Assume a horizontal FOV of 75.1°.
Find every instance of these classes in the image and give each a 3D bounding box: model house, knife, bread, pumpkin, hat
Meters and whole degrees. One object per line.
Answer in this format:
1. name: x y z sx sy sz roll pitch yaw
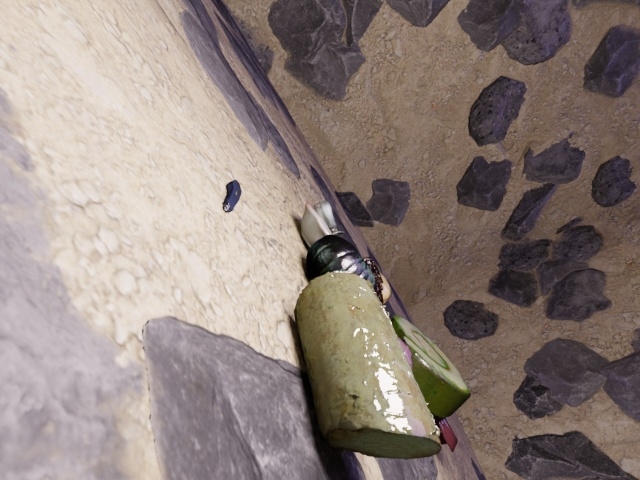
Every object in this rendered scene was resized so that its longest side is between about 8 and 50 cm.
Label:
1. model house: 0.173 0.188 1.422 0.203 0.141 0.164 59 -1 -31
2. knife: -0.163 -0.082 0.768 0.121 0.018 0.031 -98 164 -64
3. bread: 0.334 0.422 1.424 0.366 0.129 0.382 48 11 32
4. pumpkin: 0.045 0.084 1.033 0.202 0.140 0.202 55 -7 10
5. hat: 0.397 0.638 1.449 0.206 0.089 0.205 60 4 -8

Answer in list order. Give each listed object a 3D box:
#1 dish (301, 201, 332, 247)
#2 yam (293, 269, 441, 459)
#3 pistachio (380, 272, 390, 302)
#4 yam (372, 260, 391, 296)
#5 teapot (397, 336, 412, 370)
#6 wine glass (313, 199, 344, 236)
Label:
1. dish: 0.000 0.000 1.205 0.229 0.081 0.229 54 4 -6
2. yam: 0.060 0.205 0.673 0.168 0.168 0.304 53 13 -42
3. pistachio: 0.219 0.185 1.739 0.145 0.117 0.201 48 15 -37
4. yam: 0.251 0.189 1.947 0.107 0.107 0.194 52 12 -44
5. teapot: 0.123 0.263 0.890 0.116 0.146 0.148 66 11 27
6. wine glass: 0.033 -0.080 1.660 0.155 0.072 0.072 66 10 21
